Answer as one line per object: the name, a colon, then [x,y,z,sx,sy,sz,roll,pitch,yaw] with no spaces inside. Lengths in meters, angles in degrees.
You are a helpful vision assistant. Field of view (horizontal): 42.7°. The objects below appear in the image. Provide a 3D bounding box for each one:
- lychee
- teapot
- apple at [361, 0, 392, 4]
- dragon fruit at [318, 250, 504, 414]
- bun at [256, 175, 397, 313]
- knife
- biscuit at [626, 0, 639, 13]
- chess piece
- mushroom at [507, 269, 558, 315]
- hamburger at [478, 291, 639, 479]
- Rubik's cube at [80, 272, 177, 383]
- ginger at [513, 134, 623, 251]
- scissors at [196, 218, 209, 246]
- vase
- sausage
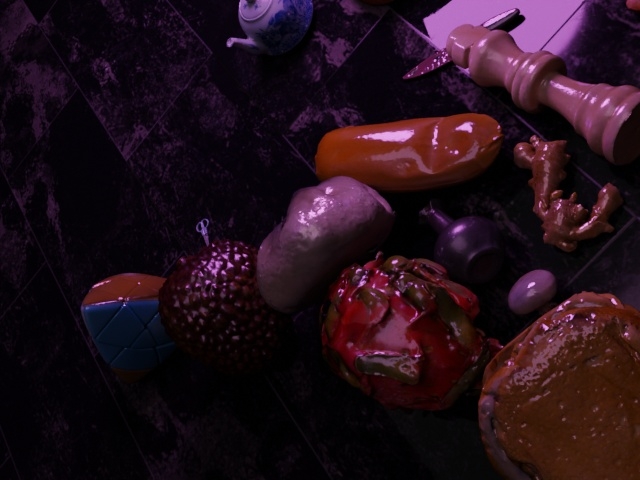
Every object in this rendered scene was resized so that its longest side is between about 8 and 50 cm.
lychee: [-0.172,0.125,1.516,0.271,0.236,0.236,41,101,11]
teapot: [-0.108,-0.488,1.716,0.159,0.159,0.232,31,94,38]
apple: [0.127,-0.615,1.581,0.293,0.163,0.251,-35,57,24]
dragon fruit: [0.139,0.148,1.281,0.302,0.231,0.237,19,81,34]
bun: [0.001,0.001,1.409,0.168,0.273,0.273,45,103,15]
knife: [0.255,-0.353,1.498,0.247,0.018,0.035,-28,64,28]
biscuit: [0.588,-0.499,1.288,0.284,0.043,0.306,-29,60,25]
chess piece: [0.356,-0.259,1.339,0.397,0.117,0.117,40,100,39]
mushroom: [0.337,0.090,1.268,0.085,0.085,0.079,-40,99,18]
hamburger: [0.369,0.236,1.113,0.318,0.158,0.319,0,91,19]
Rubik's cube: [-0.397,0.185,1.661,0.254,0.254,0.254,-12,69,32]
ginger: [0.377,-0.075,1.296,0.193,0.052,0.176,13,77,36]
scissors: [-0.245,-0.007,1.745,0.036,0.006,0.083,-33,59,25]
vase: [0.223,-0.005,1.353,0.120,0.120,0.183,-50,40,12]
sausage: [0.160,-0.148,1.437,0.354,0.116,0.134,0,61,32]
